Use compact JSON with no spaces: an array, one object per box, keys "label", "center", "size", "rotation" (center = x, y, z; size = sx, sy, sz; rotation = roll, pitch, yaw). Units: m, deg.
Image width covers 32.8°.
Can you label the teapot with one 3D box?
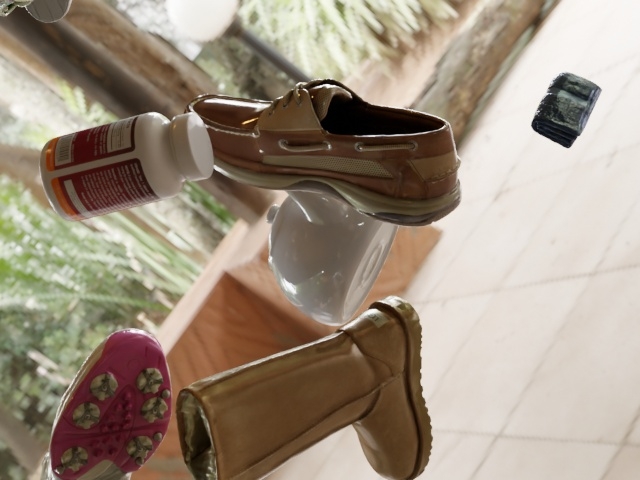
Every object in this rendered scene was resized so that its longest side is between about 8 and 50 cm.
[{"label":"teapot","center":[0.000,0.000,1.702],"size":[0.252,0.187,0.256],"rotation":[-33,-34,-65]}]

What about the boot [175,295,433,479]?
[{"label":"boot","center":[-0.013,0.196,1.103],"size":[0.269,0.236,0.089],"rotation":[-24,27,-36]}]

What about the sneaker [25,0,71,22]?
[{"label":"sneaker","center":[-0.418,-0.452,1.591],"size":[0.094,0.258,0.091],"rotation":[-8,27,1]}]

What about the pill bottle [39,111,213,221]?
[{"label":"pill bottle","center":[-0.185,-0.074,1.048],"size":[0.152,0.086,0.086],"rotation":[-12,24,13]}]

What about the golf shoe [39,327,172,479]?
[{"label":"golf shoe","center":[-0.236,0.205,1.113],"size":[0.140,0.115,0.306],"rotation":[53,129,52]}]

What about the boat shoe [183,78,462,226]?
[{"label":"boat shoe","center":[0.001,-0.116,1.144],"size":[0.123,0.324,0.116],"rotation":[-49,-32,-49]}]

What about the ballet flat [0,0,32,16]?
[{"label":"ballet flat","center":[-0.313,-0.263,1.096],"size":[0.070,0.070,0.188],"rotation":[-54,23,-10]}]

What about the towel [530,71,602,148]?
[{"label":"towel","center":[0.322,-0.175,1.422],"size":[0.119,0.067,0.029],"rotation":[-57,-11,-37]}]
